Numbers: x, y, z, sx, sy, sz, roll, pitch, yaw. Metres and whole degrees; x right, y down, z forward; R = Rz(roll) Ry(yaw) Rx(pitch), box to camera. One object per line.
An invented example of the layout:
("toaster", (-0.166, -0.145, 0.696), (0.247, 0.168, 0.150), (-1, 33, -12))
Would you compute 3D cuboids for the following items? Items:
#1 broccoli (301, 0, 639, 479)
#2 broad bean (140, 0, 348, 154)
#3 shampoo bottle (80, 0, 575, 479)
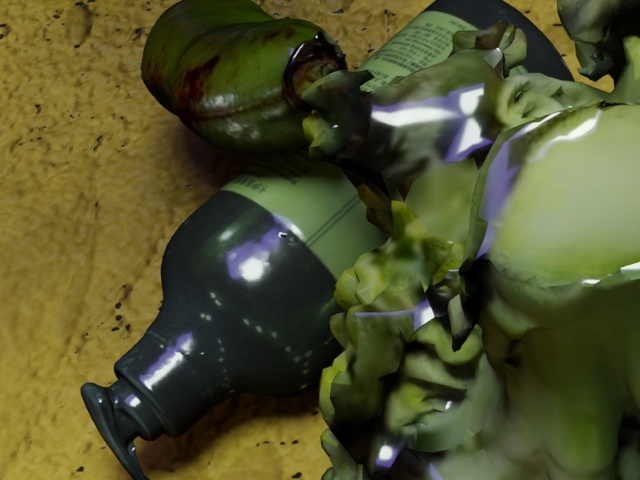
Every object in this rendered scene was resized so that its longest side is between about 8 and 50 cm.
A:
("broccoli", (0.144, 0.033, 0.733), (0.334, 0.272, 0.324), (12, 42, 24))
("broad bean", (-0.043, -0.084, 0.922), (0.077, 0.061, 0.339), (-31, 19, -7))
("shampoo bottle", (0.000, 0.000, 0.901), (0.284, 0.101, 0.101), (-42, 51, -18))
